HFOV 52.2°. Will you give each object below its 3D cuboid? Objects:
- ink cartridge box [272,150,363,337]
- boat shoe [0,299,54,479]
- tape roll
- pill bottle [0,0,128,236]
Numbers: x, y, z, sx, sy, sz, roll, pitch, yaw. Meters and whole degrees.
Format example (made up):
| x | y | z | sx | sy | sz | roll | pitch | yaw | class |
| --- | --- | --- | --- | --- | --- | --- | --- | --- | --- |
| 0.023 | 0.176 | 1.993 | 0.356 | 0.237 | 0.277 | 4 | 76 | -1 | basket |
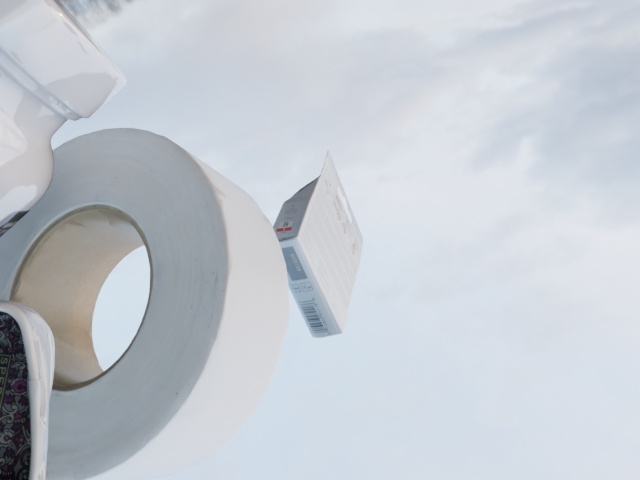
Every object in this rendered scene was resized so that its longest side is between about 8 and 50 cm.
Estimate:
| x | y | z | sx | sy | sz | roll | pitch | yaw | class |
| --- | --- | --- | --- | --- | --- | --- | --- | --- | --- |
| 0.000 | 0.000 | 0.768 | 0.045 | 0.146 | 0.179 | -12 | -146 | 19 | ink cartridge box |
| -0.148 | 0.117 | 0.284 | 0.066 | 0.184 | 0.063 | 12 | 163 | -15 | boat shoe |
| -0.172 | 0.055 | 0.549 | 0.286 | 0.100 | 0.287 | -8 | -109 | 23 | tape roll |
| -0.324 | -0.053 | 0.445 | 0.363 | 0.210 | 0.210 | -43 | -150 | -2 | pill bottle |
